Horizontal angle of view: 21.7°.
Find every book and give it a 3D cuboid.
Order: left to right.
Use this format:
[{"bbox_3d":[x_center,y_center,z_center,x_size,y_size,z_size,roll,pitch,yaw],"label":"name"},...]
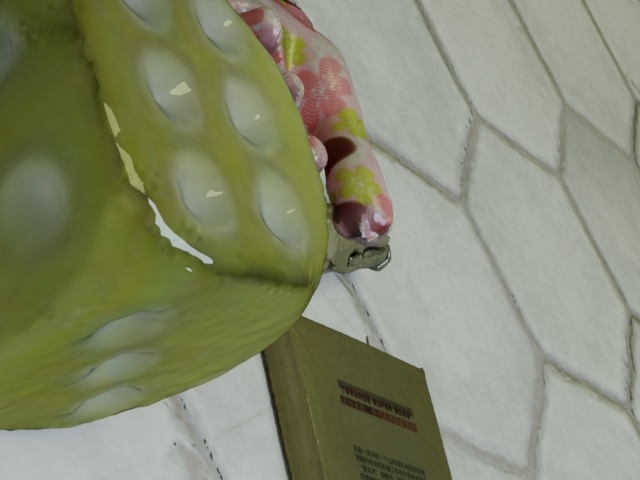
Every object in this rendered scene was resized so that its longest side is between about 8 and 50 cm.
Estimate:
[{"bbox_3d":[0.039,0.164,0.998,0.161,0.026,0.231,28,41,-49],"label":"book"}]

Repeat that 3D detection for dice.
[{"bbox_3d":[-0.109,-0.019,0.755,0.166,0.169,0.169,10,56,-57],"label":"dice"}]

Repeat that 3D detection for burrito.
[{"bbox_3d":[0.000,0.000,1.075,0.149,0.041,0.055,-8,73,-64],"label":"burrito"}]

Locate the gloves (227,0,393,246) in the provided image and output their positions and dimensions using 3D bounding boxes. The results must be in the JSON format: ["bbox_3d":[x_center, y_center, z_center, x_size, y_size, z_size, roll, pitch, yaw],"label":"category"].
[{"bbox_3d":[-0.040,-0.068,0.982,0.145,0.126,0.241,57,21,-33],"label":"gloves"}]
